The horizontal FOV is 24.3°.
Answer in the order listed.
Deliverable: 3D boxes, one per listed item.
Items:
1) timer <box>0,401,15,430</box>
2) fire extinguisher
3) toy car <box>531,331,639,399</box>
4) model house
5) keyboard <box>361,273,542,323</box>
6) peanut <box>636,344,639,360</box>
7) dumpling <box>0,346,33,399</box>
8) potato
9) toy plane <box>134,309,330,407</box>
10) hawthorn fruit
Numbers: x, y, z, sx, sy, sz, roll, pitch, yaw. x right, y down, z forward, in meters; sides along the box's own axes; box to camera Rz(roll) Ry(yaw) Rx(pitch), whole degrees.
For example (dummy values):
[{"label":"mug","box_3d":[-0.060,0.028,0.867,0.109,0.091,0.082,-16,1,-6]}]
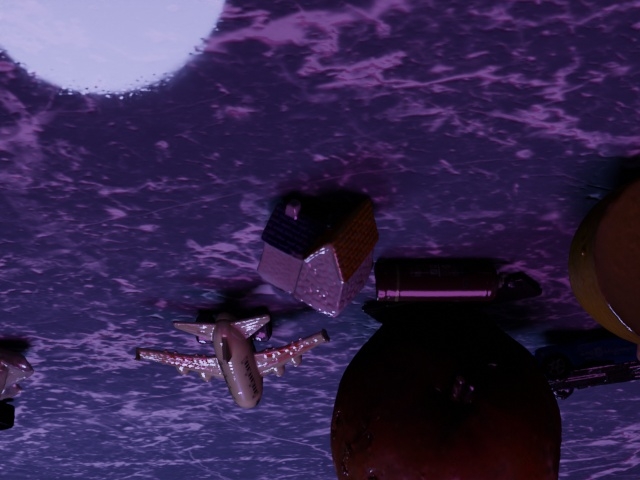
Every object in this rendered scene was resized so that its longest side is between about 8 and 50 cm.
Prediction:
[{"label":"timer","box_3d":[-0.542,0.254,2.100,0.187,0.055,0.144,-15,155,32]},{"label":"fire extinguisher","box_3d":[0.138,0.045,1.621,0.158,0.043,0.064,1,-172,-3]},{"label":"toy car","box_3d":[0.362,0.149,1.869,0.216,0.063,0.103,-11,157,10]},{"label":"model house","box_3d":[0.000,0.000,1.463,0.101,0.088,0.100,26,137,15]},{"label":"keyboard","box_3d":[0.151,0.069,1.721,0.204,0.013,0.061,-12,156,27]},{"label":"peanut","box_3d":[0.458,0.089,1.630,0.149,0.149,0.313,10,156,-27]},{"label":"dumpling","box_3d":[-0.514,0.213,1.920,0.332,0.086,0.166,-3,139,15]},{"label":"potato","box_3d":[0.316,0.024,1.441,0.204,0.178,0.158,-19,-177,-24]},{"label":"toy plane","box_3d":[-0.099,0.137,1.776,0.229,0.092,0.244,-5,159,4]},{"label":"hawthorn fruit","box_3d":[0.148,0.226,1.763,0.316,0.315,0.316,-1,159,0]}]
